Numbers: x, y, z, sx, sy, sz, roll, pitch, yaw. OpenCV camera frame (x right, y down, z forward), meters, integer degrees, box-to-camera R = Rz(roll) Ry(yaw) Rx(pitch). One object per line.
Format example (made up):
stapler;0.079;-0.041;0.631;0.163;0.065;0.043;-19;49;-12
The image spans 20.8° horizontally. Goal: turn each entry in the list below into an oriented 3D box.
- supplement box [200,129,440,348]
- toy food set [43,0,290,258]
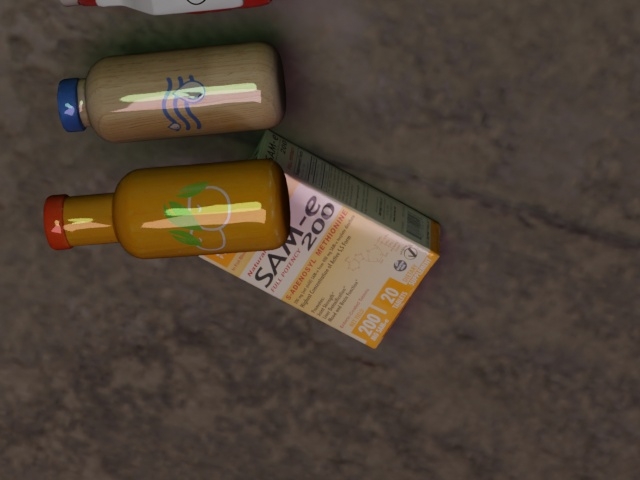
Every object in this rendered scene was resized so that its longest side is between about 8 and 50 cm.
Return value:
supplement box;0.000;0.000;0.831;0.098;0.036;0.062;28;117;-10
toy food set;-0.078;-0.110;0.733;0.105;0.111;0.232;-5;121;7
